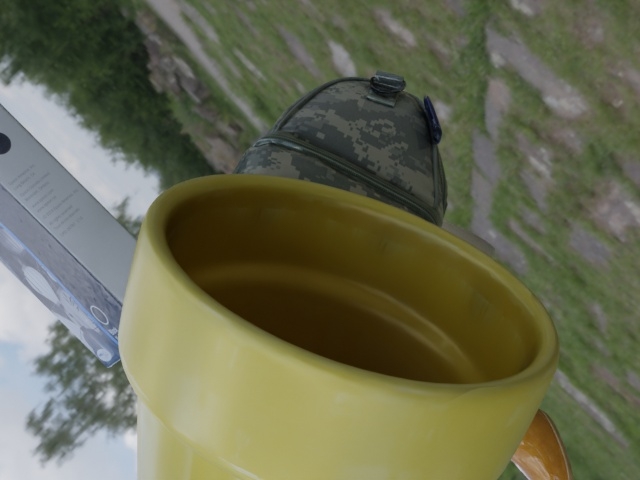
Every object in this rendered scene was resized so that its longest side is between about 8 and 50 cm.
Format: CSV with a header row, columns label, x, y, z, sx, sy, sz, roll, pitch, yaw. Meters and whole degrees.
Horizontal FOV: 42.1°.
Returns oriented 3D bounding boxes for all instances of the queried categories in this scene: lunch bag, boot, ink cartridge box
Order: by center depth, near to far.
label,x,y,z,sx,sy,sz,roll,pitch,yaw
ink cartridge box,-0.282,-0.024,0.804,0.332,0.065,0.165,47,147,-6
lunch bag,0.000,0.000,0.870,0.212,0.256,0.305,23,135,-2
boot,0.202,0.261,1.171,0.104,0.211,0.295,106,148,-45

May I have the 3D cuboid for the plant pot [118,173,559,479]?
label,x,y,z,sx,sy,sz,roll,pitch,yaw
plant pot,-0.013,0.115,0.532,0.254,0.239,0.254,16,-157,-7

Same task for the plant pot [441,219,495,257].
label,x,y,z,sx,sy,sz,roll,pitch,yaw
plant pot,0.133,0.056,1.433,0.284,0.191,0.284,21,175,2
